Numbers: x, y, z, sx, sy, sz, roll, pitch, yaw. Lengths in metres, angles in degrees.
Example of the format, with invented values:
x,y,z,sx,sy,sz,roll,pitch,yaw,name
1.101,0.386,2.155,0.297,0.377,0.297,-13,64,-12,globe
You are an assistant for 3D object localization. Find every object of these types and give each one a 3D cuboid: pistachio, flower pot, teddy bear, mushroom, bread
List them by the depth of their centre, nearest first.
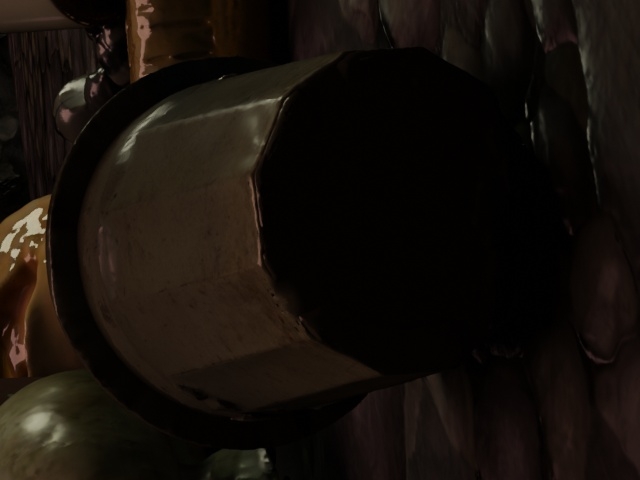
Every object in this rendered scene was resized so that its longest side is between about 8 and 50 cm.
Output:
x,y,z,sx,sy,sz,roll,pitch,yaw,name
0.000,0.000,0.793,0.203,0.212,0.212,-8,87,62,flower pot
-0.123,0.256,1.195,0.352,0.260,0.352,64,-179,-3,mushroom
-0.091,-0.163,1.220,0.140,0.106,0.236,-142,49,-75,bread
-0.153,-0.124,1.407,0.171,0.144,0.251,-117,25,-54,teddy bear
-0.252,0.095,1.737,0.229,0.238,0.321,11,101,41,pistachio

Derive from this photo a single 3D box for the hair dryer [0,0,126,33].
x,y,z,sx,sy,sz,roll,pitch,yaw,name
-0.202,-0.308,1.359,0.362,0.203,0.128,-60,-43,-36,hair dryer

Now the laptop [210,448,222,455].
x,y,z,sx,sy,sz,roll,pitch,yaw,name
-0.068,0.262,1.474,0.269,0.015,0.187,-111,21,-48,laptop

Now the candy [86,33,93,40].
x,y,z,sx,sy,sz,roll,pitch,yaw,name
-0.256,-0.215,2.025,0.049,0.056,0.184,-50,-31,-38,candy

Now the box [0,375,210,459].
x,y,z,sx,sy,sz,roll,pitch,yaw,name
-0.240,0.248,1.535,0.301,0.301,0.216,-157,67,-74,box
